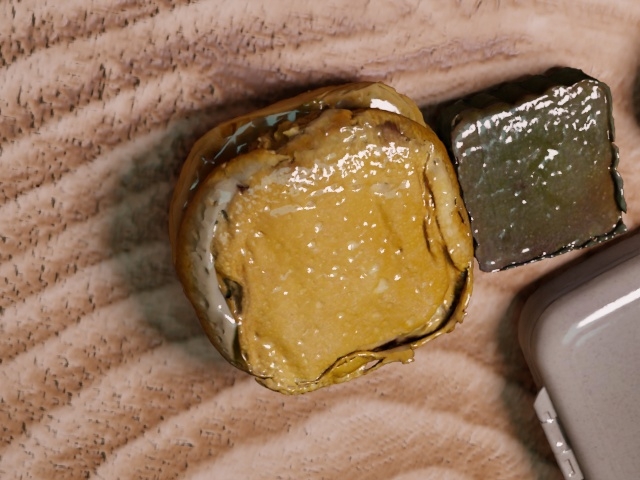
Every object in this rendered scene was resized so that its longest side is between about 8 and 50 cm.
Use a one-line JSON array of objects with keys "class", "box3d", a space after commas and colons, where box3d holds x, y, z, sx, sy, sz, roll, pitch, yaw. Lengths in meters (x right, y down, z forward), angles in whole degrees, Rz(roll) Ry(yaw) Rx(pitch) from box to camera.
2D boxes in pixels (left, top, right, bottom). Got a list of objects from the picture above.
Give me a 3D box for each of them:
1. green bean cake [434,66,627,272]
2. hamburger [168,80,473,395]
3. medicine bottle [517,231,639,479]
[{"class": "green bean cake", "box3d": [0.213, -0.076, 1.720, 0.173, 0.094, 0.181, -18, 113, -7]}, {"class": "hamburger", "box3d": [0.000, 0.000, 1.657, 0.319, 0.158, 0.318, -5, 109, -14]}, {"class": "medicine bottle", "box3d": [0.378, 0.175, 1.832, 0.282, 0.123, 0.375, -27, 112, -3]}]
